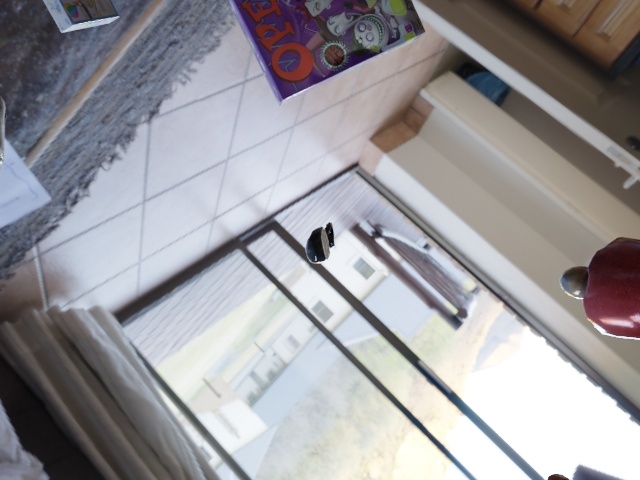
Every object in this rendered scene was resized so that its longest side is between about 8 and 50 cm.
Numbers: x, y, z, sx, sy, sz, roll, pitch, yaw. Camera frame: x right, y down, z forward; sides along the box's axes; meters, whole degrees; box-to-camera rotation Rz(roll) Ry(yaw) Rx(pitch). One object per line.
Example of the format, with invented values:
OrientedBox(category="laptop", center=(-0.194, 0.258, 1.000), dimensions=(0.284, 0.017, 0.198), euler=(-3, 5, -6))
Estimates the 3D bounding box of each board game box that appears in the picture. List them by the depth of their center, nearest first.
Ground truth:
OrientedBox(category="board game box", center=(-0.036, -0.368, 0.678), dimensions=(0.208, 0.346, 0.056), euler=(-28, -171, -3))
OrientedBox(category="board game box", center=(-0.363, -0.379, 0.785), dimensions=(0.026, 0.154, 0.103), euler=(-16, -160, 28))

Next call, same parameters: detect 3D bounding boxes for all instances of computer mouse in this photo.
OrientedBox(category="computer mouse", center=(0.000, 0.000, 1.214), dimensions=(0.041, 0.071, 0.242), euler=(-12, -172, 10))

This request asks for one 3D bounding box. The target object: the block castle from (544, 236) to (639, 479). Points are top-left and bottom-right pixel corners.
OrientedBox(category="block castle", center=(0.394, 0.196, 0.526), dimensions=(0.213, 0.454, 0.302), euler=(17, -90, 60))

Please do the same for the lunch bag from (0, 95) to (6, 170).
OrientedBox(category="lunch bag", center=(-0.518, -0.049, 0.631), dimensions=(0.305, 0.255, 0.213), euler=(-14, 164, 32))
